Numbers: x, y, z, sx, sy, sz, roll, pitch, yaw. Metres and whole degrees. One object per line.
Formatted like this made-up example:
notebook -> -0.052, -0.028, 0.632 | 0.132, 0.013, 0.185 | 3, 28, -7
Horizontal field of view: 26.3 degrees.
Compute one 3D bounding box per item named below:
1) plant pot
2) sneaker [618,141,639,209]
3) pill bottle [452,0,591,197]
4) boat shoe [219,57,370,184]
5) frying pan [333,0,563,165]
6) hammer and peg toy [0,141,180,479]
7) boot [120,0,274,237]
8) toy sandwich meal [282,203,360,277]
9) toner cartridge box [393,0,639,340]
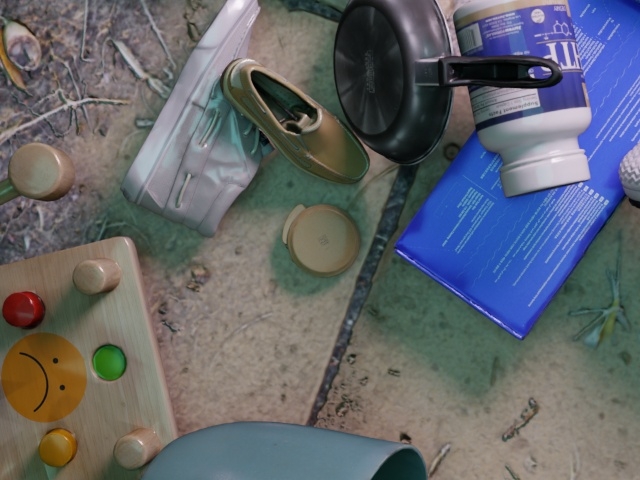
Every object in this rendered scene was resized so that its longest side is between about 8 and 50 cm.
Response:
plant pot -> -0.057, 0.311, 1.346 | 0.235, 0.293, 0.293 | 13, 93, 23
sneaker -> 0.476, -0.049, 1.341 | 0.365, 0.137, 0.210 | -23, 109, -12
pill bottle -> 0.198, -0.140, 1.308 | 0.112, 0.112, 0.187 | -12, 89, 7
boat shoe -> -0.017, -0.116, 1.394 | 0.190, 0.072, 0.068 | 33, 80, -25
frying pan -> 0.099, -0.140, 1.321 | 0.053, 0.326, 0.197 | -9, 124, -28
hammer and peg toy -> -0.308, 0.093, 1.445 | 0.265, 0.127, 0.361 | -14, 89, 9
boot -> -0.099, -0.133, 1.443 | 0.123, 0.095, 0.258 | 29, 97, -6
toy sandwich meal -> 0.000, 0.000, 1.454 | 0.085, 0.029, 0.086 | 0, 88, -4
toner cartridge box -> 0.239, -0.086, 1.397 | 0.165, 0.075, 0.348 | 36, 95, 5
